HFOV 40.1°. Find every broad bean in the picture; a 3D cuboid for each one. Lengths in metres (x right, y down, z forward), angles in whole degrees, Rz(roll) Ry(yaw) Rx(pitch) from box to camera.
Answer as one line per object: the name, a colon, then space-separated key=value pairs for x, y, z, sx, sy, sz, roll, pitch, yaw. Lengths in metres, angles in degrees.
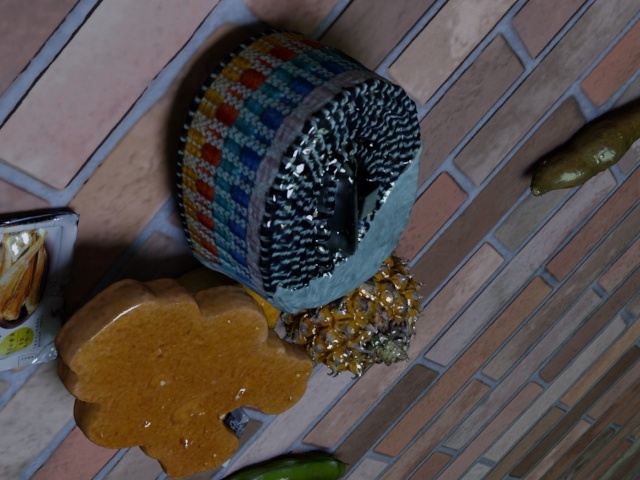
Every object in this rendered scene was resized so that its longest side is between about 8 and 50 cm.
broad bean: x=-0.049 y=0.333 z=1.239 sx=0.254 sy=0.046 sz=0.065 roll=0 pitch=133 yaw=-42

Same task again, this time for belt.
belt: x=-0.015 y=-0.056 z=0.790 sx=0.207 sy=0.150 sz=0.257 roll=-36 pitch=146 yaw=-26

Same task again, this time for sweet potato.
sweet potato: x=0.379 y=-0.128 z=1.167 sx=0.274 sy=0.067 sz=0.067 roll=-30 pitch=142 yaw=-19

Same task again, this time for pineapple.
pineapple: x=0.059 y=0.099 z=1.023 sx=0.176 sy=0.137 sz=0.161 roll=-31 pitch=143 yaw=-15

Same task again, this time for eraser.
eraser: x=-0.113 y=0.245 z=1.102 sx=0.019 sy=0.027 sz=0.099 roll=-2 pitch=127 yaw=-45

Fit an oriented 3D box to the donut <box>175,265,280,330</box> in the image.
donut: x=-0.115 y=0.084 z=0.909 sx=0.152 sy=0.058 sz=0.152 roll=-27 pitch=142 yaw=-23

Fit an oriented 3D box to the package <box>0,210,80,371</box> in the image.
package: x=-0.292 y=0.056 z=0.738 sx=0.173 sy=0.027 sz=0.171 roll=-14 pitch=135 yaw=-39

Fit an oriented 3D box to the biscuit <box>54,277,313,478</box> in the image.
biscuit: x=-0.131 y=0.129 z=0.849 sx=0.202 sy=0.047 sz=0.334 roll=-41 pitch=147 yaw=-1
